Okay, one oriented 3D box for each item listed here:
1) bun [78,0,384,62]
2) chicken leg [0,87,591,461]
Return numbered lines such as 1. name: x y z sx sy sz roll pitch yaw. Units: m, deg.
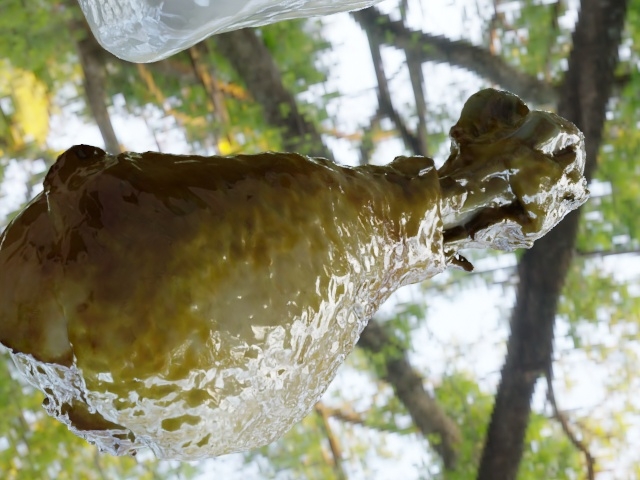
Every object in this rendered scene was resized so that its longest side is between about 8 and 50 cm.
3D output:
1. bun: -0.035 -0.148 0.526 0.263 0.263 0.175 12 -106 37
2. chicken leg: 0.002 0.002 0.509 0.251 0.107 0.087 -21 -150 -33
